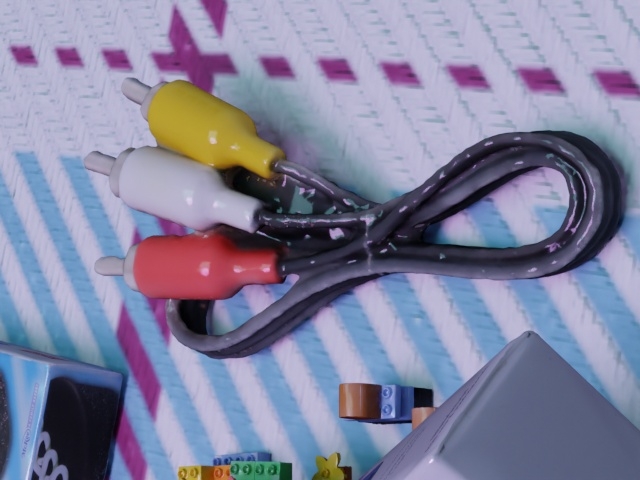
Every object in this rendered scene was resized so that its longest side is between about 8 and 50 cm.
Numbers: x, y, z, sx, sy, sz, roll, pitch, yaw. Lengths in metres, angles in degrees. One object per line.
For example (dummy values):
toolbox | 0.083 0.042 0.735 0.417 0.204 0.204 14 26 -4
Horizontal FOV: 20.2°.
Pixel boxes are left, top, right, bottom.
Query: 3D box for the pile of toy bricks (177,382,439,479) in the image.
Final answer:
pile of toy bricks | -0.015 0.124 0.814 0.212 0.105 0.118 -10 76 39

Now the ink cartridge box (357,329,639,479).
ink cartridge box | 0.057 0.162 0.688 0.154 0.093 0.212 43 131 1

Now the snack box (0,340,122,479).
snack box | -0.220 0.213 1.006 0.187 0.060 0.321 9 88 42

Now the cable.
cable | 0.000 0.000 0.848 0.287 0.072 0.139 9 93 41
